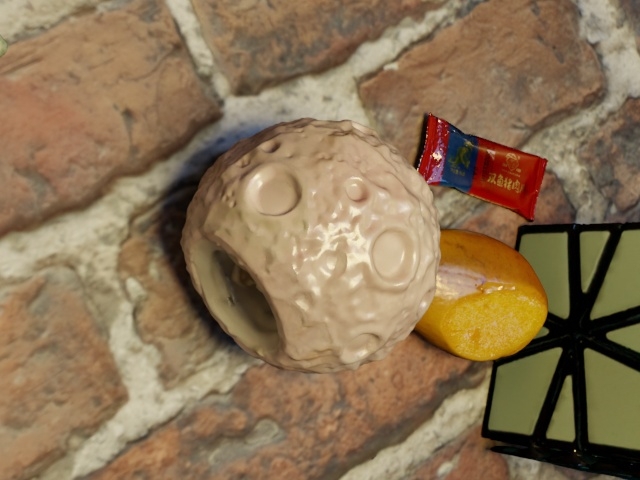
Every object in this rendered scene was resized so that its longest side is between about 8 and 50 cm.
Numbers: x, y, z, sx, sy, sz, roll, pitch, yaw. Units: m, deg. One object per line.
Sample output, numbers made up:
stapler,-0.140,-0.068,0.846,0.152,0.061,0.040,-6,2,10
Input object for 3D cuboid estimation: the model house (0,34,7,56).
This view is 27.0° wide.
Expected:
model house,-0.471,-0.153,1.076,0.325,0.194,0.267,-46,124,3

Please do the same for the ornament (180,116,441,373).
ornament,0.000,0.000,1.312,0.225,0.259,0.259,-35,108,-28

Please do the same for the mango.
mango,0.154,0.057,1.515,0.217,0.102,0.141,14,106,-28

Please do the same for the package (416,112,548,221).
package,0.194,-0.084,1.588,0.200,0.022,0.083,17,80,-35

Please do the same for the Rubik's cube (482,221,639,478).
Rubik's cube,0.398,0.144,1.568,0.283,0.288,0.293,15,83,-34
